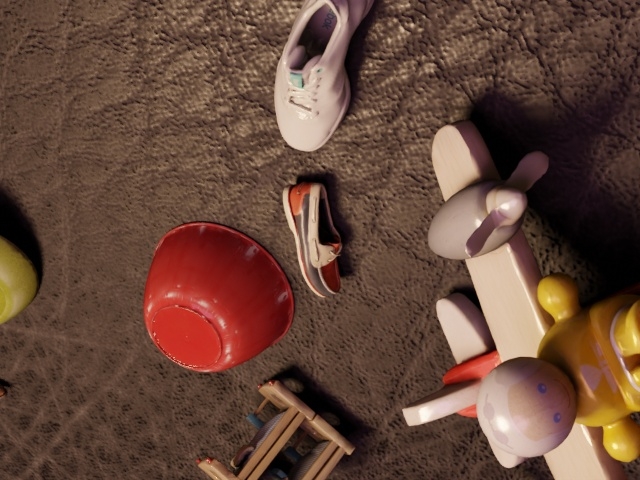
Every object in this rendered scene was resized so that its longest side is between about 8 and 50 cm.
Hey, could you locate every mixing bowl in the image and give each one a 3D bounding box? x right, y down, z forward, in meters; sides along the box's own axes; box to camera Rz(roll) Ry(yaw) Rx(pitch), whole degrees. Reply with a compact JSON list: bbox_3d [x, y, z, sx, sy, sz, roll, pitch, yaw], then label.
[{"bbox_3d":[-0.130,0.081,1.440,0.181,0.098,0.181,12,128,16],"label":"mixing bowl"}]

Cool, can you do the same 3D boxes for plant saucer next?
[{"bbox_3d":[-0.466,0.051,1.552,0.240,0.037,0.241,2,144,1],"label":"plant saucer"}]

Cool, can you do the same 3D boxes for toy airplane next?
[{"bbox_3d":[0.214,0.123,1.184,0.386,0.272,0.384,30,121,28],"label":"toy airplane"}]

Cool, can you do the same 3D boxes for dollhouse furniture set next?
[{"bbox_3d":[-0.072,0.263,1.552,0.129,0.129,0.183,42,160,-6],"label":"dollhouse furniture set"}]

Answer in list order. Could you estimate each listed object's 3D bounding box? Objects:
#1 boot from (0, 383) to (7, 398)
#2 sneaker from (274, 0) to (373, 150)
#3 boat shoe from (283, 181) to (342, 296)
[{"bbox_3d":[-0.468,0.154,1.700,0.106,0.037,0.114,14,124,13],"label":"boot"},{"bbox_3d":[-0.011,-0.162,1.209,0.080,0.094,0.212,22,130,8],"label":"sneaker"},{"bbox_3d":[0.000,0.000,1.354,0.043,0.049,0.137,-5,116,26],"label":"boat shoe"}]
